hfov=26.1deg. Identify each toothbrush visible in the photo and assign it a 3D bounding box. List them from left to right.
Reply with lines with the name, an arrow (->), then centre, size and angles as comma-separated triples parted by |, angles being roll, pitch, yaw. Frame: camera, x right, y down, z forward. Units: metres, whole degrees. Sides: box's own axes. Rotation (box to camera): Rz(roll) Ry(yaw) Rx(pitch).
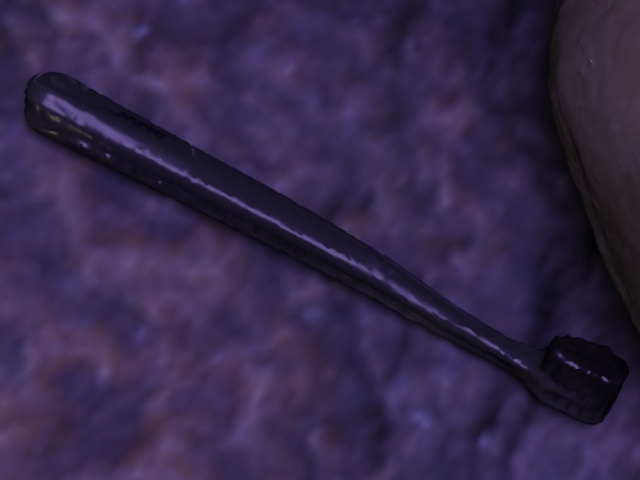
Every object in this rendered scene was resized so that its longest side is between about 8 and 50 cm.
toothbrush -> 0.000, 0.000, 0.606 | 0.297, 0.031, 0.030 | 28, 47, 2

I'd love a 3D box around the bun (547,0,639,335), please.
bun -> 0.281, -0.065, 0.552 | 0.365, 0.219, 0.365 | 0, 76, 0
